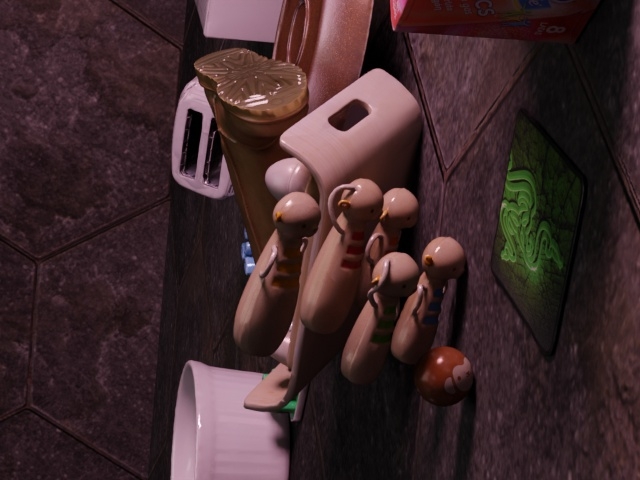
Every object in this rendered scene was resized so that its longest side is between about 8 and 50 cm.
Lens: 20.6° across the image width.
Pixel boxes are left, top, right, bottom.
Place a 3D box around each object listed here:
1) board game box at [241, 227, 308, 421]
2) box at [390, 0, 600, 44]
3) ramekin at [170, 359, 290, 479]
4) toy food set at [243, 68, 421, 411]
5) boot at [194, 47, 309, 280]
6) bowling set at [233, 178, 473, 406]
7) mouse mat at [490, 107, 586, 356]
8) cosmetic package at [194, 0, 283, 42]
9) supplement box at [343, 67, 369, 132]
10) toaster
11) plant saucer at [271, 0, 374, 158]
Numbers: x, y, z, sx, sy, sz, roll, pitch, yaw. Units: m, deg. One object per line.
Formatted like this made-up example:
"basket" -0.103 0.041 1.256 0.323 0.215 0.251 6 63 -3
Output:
"board game box" -0.043 -0.024 2.377 0.390 0.050 0.390 -102 20 -54
"box" 0.134 -0.316 1.355 0.142 0.154 0.300 115 155 -61
"ramekin" -0.129 0.311 2.483 0.277 0.135 0.277 -176 90 -79
"toy food set" 0.000 0.000 1.785 0.220 0.092 0.306 -41 -33 -54
"boot" -0.041 -0.057 1.862 0.236 0.089 0.270 -132 24 -65
"bowling set" 0.074 0.042 1.600 0.287 0.200 0.154 -23 -44 -62
"mouse mat" 0.173 -0.010 1.426 0.190 0.007 0.153 -112 28 -66
"cosmetic package" -0.104 -0.433 2.586 0.224 0.138 0.225 -109 27 -62
"supplement box" 0.027 -0.122 2.005 0.239 0.073 0.130 -124 41 -70
"toaster" -0.135 -0.157 2.561 0.146 0.129 0.227 -40 -32 -52
"plant saucer" -0.006 -0.223 1.945 0.310 0.050 0.311 -171 90 -77
